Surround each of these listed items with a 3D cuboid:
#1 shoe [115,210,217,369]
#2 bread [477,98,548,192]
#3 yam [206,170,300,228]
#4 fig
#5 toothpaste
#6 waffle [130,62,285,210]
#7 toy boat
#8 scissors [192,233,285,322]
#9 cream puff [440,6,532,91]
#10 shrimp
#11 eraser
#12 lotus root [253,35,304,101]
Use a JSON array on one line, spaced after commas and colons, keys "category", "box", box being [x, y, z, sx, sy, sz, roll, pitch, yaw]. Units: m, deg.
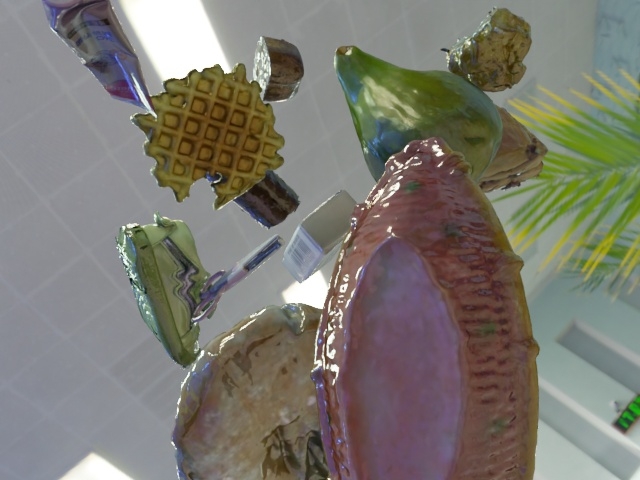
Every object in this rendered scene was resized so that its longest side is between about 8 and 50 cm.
[{"category": "shoe", "box": [-0.227, 0.084, 0.970, 0.128, 0.140, 0.262, -22, -61, -10]}, {"category": "bread", "box": [0.290, -0.188, 1.394, 0.325, 0.277, 0.167, -17, -42, -15]}, {"category": "yam", "box": [-0.183, -0.147, 1.456, 0.280, 0.131, 0.131, 42, -95, -29]}, {"category": "fig", "box": [0.119, -0.175, 0.917, 0.206, 0.275, 0.206, -52, 3, 4]}, {"category": "toothpaste", "box": [-0.270, -0.235, 0.768, 0.075, 0.048, 0.301, -2, -16, 1]}, {"category": "waffle", "box": [-0.198, -0.190, 1.148, 0.261, 0.056, 0.250, -34, -68, -15]}, {"category": "toy boat", "box": [0.061, 0.086, 0.383, 0.099, 0.141, 0.317, 12, -102, -63]}, {"category": "scissors", "box": [-0.109, 0.043, 0.826, 0.022, 0.085, 0.176, 40, -59, -22]}, {"category": "cream puff", "box": [0.305, -0.325, 1.107, 0.156, 0.156, 0.121, 70, -156, -46]}, {"category": "shrimp", "box": [0.016, 0.233, 0.657, 0.221, 0.110, 0.445, -47, -52, -10]}, {"category": "eraser", "box": [0.000, 0.000, 1.313, 0.124, 0.081, 0.279, -40, -6, -20]}, {"category": "lotus root", "box": [-0.088, -0.341, 1.247, 0.081, 0.112, 0.122, -11, -25, -23]}]
